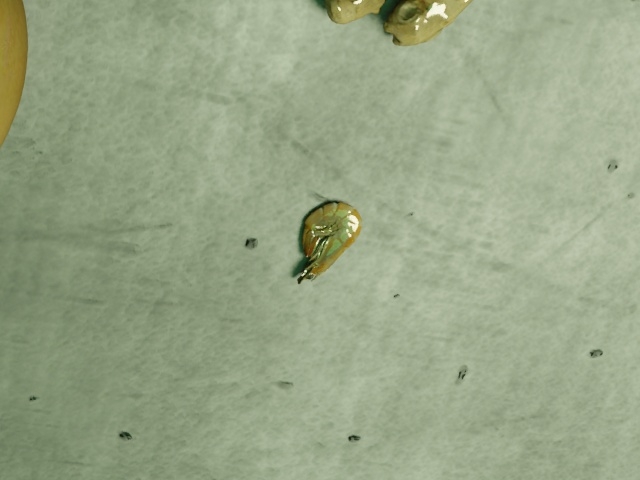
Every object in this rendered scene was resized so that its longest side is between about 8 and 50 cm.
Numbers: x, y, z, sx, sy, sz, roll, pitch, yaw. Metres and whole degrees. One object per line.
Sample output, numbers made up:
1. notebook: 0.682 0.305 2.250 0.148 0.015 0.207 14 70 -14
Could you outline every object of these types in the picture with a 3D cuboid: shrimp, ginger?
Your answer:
1. shrimp: 0.000 0.000 1.608 0.059 0.023 0.108 40 103 -16
2. ginger: 0.050 -0.276 1.458 0.259 0.065 0.149 9 116 -18

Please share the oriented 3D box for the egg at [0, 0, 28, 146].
1. egg: -0.423 -0.153 1.290 0.301 0.301 0.374 15 121 -18
